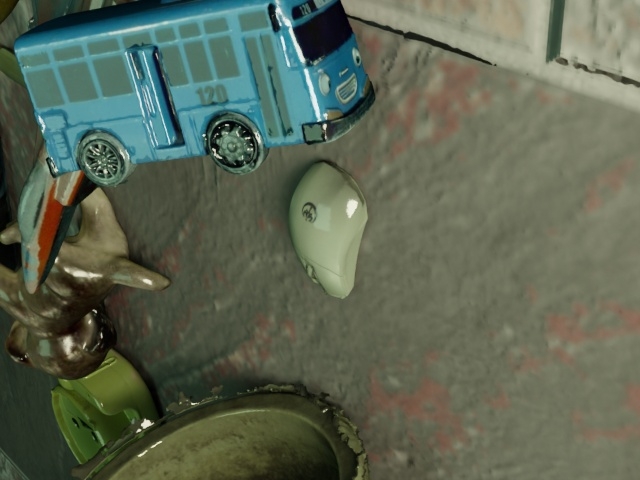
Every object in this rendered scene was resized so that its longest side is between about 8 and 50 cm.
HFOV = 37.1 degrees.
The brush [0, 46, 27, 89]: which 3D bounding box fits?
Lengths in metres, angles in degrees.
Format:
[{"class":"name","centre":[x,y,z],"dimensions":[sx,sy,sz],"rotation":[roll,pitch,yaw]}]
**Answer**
[{"class":"brush","centre":[-0.331,-0.184,0.951],"dimensions":[0.178,0.030,0.033],"rotation":[32,128,38]}]

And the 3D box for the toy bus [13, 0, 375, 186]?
[{"class":"toy bus","centre":[-0.071,-0.096,0.545],"dimensions":[0.185,0.090,0.106],"rotation":[-5,111,23]}]

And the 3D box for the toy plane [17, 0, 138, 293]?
[{"class":"toy plane","centre":[-0.166,-0.098,0.698],"dimensions":[0.223,0.104,0.326],"rotation":[38,126,31]}]

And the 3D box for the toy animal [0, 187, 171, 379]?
[{"class":"toy animal","centre":[-0.258,0.041,0.950],"dimensions":[0.168,0.121,0.233],"rotation":[43,137,-3]}]

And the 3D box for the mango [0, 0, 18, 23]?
[{"class":"mango","centre":[-0.268,-0.273,0.718],"dimensions":[0.133,0.111,0.267],"rotation":[46,142,25]}]

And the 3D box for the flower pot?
[{"class":"flower pot","centre":[-0.051,0.291,0.750],"dimensions":[0.290,0.290,0.259],"rotation":[12,137,50]}]

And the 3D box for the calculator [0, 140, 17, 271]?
[{"class":"calculator","centre":[-0.430,-0.078,1.145],"dimensions":[0.173,0.051,0.293],"rotation":[43,143,28]}]

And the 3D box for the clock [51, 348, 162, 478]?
[{"class":"clock","centre":[-0.246,0.225,1.108],"dimensions":[0.170,0.069,0.232],"rotation":[21,131,45]}]

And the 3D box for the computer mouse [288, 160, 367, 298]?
[{"class":"computer mouse","centre":[0.000,0.000,0.636],"dimensions":[0.056,0.032,0.110],"rotation":[39,141,31]}]
